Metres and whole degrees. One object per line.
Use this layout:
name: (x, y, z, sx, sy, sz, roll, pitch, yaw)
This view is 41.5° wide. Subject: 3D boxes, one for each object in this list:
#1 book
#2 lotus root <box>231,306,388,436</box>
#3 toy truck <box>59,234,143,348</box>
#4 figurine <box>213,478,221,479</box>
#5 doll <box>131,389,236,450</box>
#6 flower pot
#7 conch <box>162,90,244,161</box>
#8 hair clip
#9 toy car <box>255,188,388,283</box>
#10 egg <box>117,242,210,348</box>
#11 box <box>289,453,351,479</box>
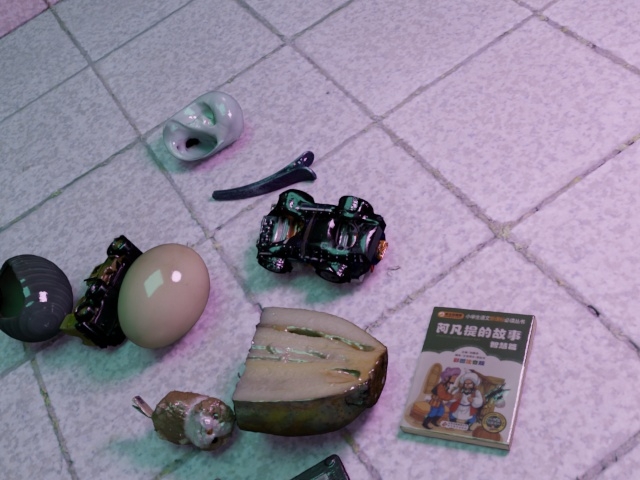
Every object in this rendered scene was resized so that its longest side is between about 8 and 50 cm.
book: (0.274, 0.243, 1.551, 0.202, 0.027, 0.264, 3, 54, 27)
lotus root: (-0.004, 0.256, 1.587, 0.260, 0.149, 0.267, 1, 35, 10)
toy truck: (-0.487, 0.118, 1.940, 0.127, 0.127, 0.257, -8, 47, 37)
figurine: (-0.041, 0.485, 1.356, 0.380, 0.203, 0.248, 5, 22, 28)
doll: (-0.267, 0.349, 1.649, 0.221, 0.105, 0.115, -1, 15, 24)
flower pot: (-0.672, 0.135, 1.964, 0.243, 0.157, 0.189, 41, 103, 44)
conch: (-0.299, -0.288, 2.196, 0.221, 0.121, 0.185, -21, 50, 16)
hair clip: (-0.141, -0.142, 2.054, 0.275, 0.048, 0.083, -17, 51, 11)
toy car: (0.002, 0.001, 1.819, 0.301, 0.118, 0.193, 9, 65, 29)
egg: (-0.339, 0.119, 1.823, 0.186, 0.186, 0.242, 13, 64, 32)
box: (0.000, 0.456, 1.494, 0.126, 0.027, 0.125, -30, 46, -2)
